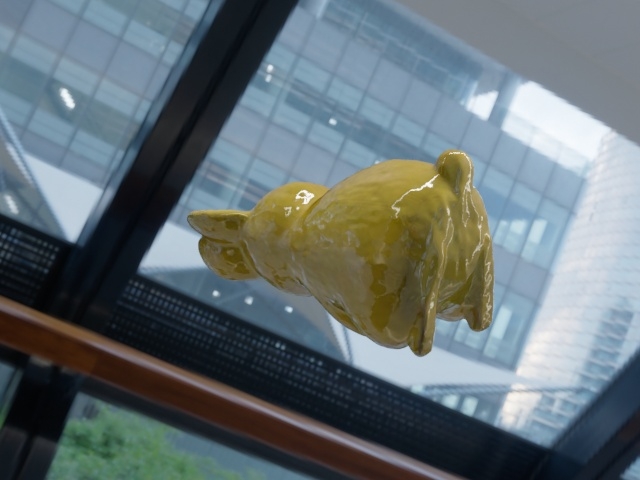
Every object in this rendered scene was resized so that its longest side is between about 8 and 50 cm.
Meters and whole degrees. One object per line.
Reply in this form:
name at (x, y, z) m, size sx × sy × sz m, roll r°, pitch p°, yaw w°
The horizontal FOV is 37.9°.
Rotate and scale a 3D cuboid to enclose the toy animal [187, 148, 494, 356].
toy animal at (0.001, -0.003, 0.430) m, size 0.159 × 0.083 × 0.070 m, roll 8°, pitch 15°, yaw 43°
